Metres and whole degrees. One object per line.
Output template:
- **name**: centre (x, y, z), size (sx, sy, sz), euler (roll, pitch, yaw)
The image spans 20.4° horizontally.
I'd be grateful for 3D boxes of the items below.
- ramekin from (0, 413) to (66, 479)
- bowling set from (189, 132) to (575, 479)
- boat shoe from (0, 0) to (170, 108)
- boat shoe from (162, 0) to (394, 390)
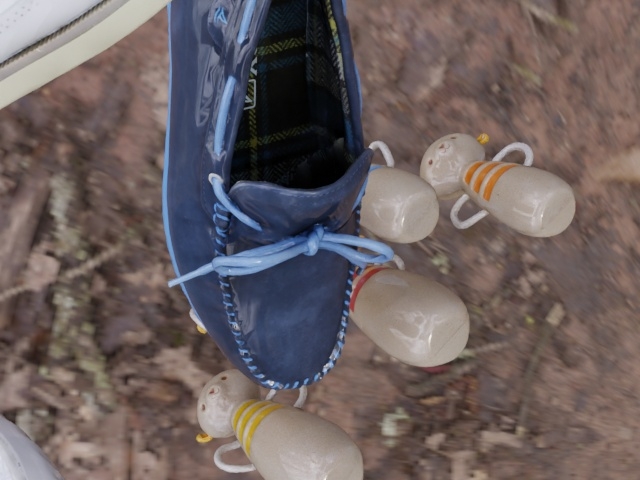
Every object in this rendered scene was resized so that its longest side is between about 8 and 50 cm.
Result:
- **ramekin**: centre (-0.178, 0.153, 0.700), size (0.207, 0.109, 0.207), euler (-5, 49, 6)
- **bowling set**: centre (0.000, 0.000, 1.103), size (0.287, 0.200, 0.154), euler (-49, 38, -10)
- **boat shoe**: centre (-0.110, -0.118, 0.610), size (0.302, 0.113, 0.103), euler (-40, 119, 19)
- **boat shoe**: centre (-0.026, -0.033, 0.829), size (0.109, 0.258, 0.089), euler (-24, 33, -21)
